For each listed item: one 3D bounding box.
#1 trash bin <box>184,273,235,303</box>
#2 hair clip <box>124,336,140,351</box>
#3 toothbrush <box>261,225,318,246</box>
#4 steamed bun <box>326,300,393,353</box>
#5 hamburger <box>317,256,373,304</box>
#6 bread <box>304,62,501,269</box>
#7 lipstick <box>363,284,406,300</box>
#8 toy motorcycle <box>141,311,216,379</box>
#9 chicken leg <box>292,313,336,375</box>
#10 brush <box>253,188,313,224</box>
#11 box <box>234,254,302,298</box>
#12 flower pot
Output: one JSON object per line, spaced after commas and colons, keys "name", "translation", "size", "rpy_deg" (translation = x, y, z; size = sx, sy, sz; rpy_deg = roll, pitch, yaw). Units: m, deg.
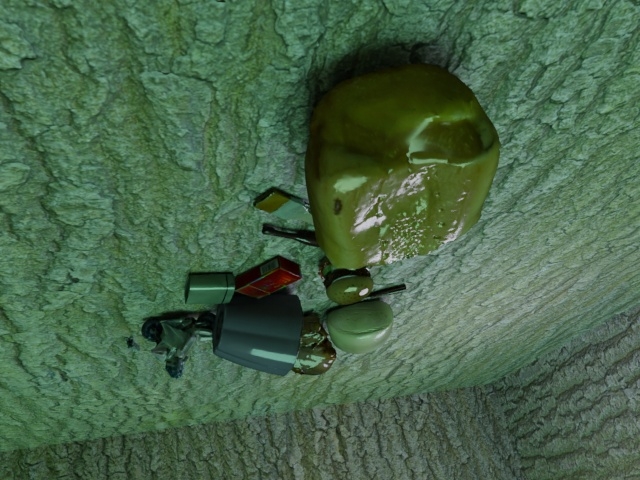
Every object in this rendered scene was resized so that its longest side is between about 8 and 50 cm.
{"name": "trash bin", "translation": [-0.324, 0.142, 1.545], "size": [0.130, 0.059, 0.116], "rpy_deg": [1, 147, -22]}
{"name": "hair clip", "translation": [-0.656, 0.372, 1.845], "size": [0.030, 0.039, 0.115], "rpy_deg": [-3, 153, -6]}
{"name": "toothbrush", "translation": [0.000, 0.001, 1.444], "size": [0.364, 0.040, 0.041], "rpy_deg": [9, 144, -34]}
{"name": "steamed bun", "translation": [0.153, 0.327, 1.968], "size": [0.250, 0.154, 0.200], "rpy_deg": [-13, 152, -5]}
{"name": "hamburger", "translation": [0.080, 0.118, 1.584], "size": [0.175, 0.136, 0.175], "rpy_deg": [-8, 148, -5]}
{"name": "bread", "translation": [0.142, -0.153, 1.021], "size": [0.361, 0.250, 0.394], "rpy_deg": [-14, 148, -2]}
{"name": "lipstick", "translation": [0.219, 0.188, 1.883], "size": [0.177, 0.027, 0.027], "rpy_deg": [-13, 151, 3]}
{"name": "toy motorcycle", "translation": [-0.445, 0.342, 1.711], "size": [0.239, 0.204, 0.108], "rpy_deg": [-8, 168, 0]}
{"name": "chicken leg", "translation": [-0.110, 0.365, 1.970], "size": [0.410, 0.182, 0.295], "rpy_deg": [16, 134, -16]}
{"name": "brush", "translation": [-0.026, -0.060, 1.344], "size": [0.085, 0.020, 0.337], "rpy_deg": [-31, 147, 29]}
{"name": "box", "translation": [-0.156, 0.112, 1.567], "size": [0.175, 0.048, 0.112], "rpy_deg": [-27, 149, 25]}
{"name": "flower pot", "translation": [-0.205, 0.280, 1.674], "size": [0.243, 0.265, 0.265], "rpy_deg": [14, 143, -20]}
